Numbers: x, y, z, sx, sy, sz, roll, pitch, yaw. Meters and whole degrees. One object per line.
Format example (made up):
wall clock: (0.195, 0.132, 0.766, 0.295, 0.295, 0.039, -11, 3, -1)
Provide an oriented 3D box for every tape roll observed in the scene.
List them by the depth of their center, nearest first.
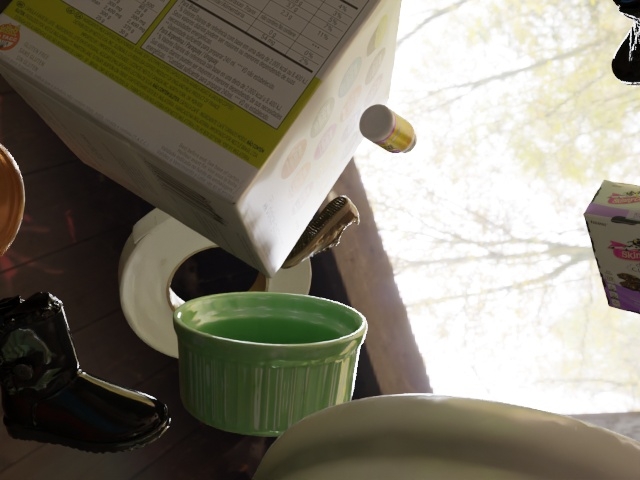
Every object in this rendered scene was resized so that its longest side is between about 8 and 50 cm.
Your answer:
tape roll: (-0.213, 0.077, 1.487, 0.392, 0.392, 0.072, 46, -169, -34)

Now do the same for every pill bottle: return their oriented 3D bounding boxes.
pill bottle: (0.081, -0.125, 0.847, 0.083, 0.043, 0.043, 17, -113, -57)

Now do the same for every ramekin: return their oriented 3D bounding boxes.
ramekin: (-0.082, 0.189, 1.164, 0.303, 0.303, 0.148, -10, -73, -53)

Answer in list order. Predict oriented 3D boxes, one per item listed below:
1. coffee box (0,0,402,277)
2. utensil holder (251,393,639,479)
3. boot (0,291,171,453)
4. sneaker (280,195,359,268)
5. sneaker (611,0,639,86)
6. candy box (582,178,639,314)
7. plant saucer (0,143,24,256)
coffee box: (-0.126, -0.208, 0.927, 0.334, 0.338, 0.337, -57, -10, -12)
utensil holder: (0.049, 0.316, 0.313, 0.327, 0.328, 0.385, 59, -145, -22)
boot: (-0.336, 0.175, 0.982, 0.094, 0.247, 0.207, -71, -20, -59)
sneaker: (0.000, 0.000, 1.420, 0.188, 0.066, 0.071, -42, -54, -1)
sneaker: (0.307, -0.213, 0.682, 0.121, 0.217, 0.079, 6, -101, -12)
candy box: (0.450, 0.022, 0.956, 0.070, 0.165, 0.196, -51, -48, -23)
plant saucer: (-0.467, -0.048, 0.901, 0.037, 0.200, 0.199, 65, -162, -81)
